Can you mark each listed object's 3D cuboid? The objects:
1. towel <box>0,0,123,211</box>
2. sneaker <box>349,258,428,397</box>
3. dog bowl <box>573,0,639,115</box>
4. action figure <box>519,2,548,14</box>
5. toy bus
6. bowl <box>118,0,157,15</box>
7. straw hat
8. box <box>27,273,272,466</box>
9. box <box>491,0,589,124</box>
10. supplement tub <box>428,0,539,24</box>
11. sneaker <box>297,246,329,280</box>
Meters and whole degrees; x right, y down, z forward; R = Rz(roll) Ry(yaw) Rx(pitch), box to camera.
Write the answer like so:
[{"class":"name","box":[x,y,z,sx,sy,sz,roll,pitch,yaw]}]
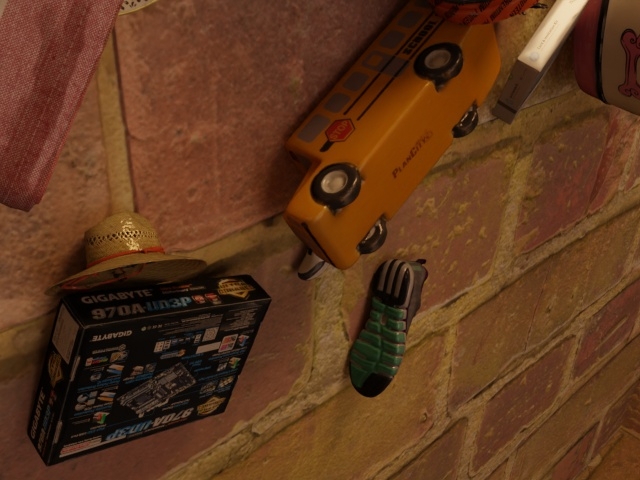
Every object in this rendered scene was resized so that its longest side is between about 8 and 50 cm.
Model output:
[{"class":"towel","box":[-0.271,-0.173,0.337,0.329,0.037,0.237,21,100,-32]},{"class":"sneaker","box":[0.116,0.134,0.998,0.098,0.083,0.224,-5,117,-51]},{"class":"dog bowl","box":[0.520,-0.388,1.003,0.408,0.150,0.408,-31,130,-47]},{"class":"action figure","box":[0.280,-0.417,0.779,0.164,0.141,0.276,-18,129,-39]},{"class":"toy bus","box":[0.075,-0.133,0.740,0.333,0.130,0.108,-51,142,-12]},{"class":"bowl","box":[-0.164,-0.240,0.435,0.170,0.080,0.170,-11,115,-23]},{"class":"straw hat","box":[-0.181,0.007,0.598,0.144,0.144,0.061,-4,76,-46]},{"class":"box","box":[-0.171,0.127,0.677,0.220,0.051,0.175,-5,127,-46]},{"class":"box","box":[0.312,-0.262,0.927,0.145,0.038,0.186,-55,171,-6]},{"class":"supplement tub","box":[0.128,-0.369,0.597,0.193,0.193,0.316,-52,142,-10]},{"class":"sneaker","box":[0.000,0.000,0.824,0.044,0.040,0.109,39,79,-35]}]
